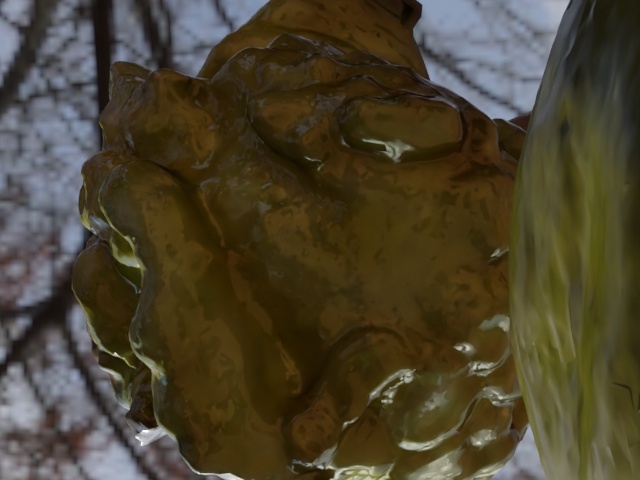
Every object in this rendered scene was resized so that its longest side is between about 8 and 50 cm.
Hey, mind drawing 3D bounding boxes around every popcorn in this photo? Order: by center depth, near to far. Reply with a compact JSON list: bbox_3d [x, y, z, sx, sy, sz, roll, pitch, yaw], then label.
[{"bbox_3d":[-0.005,0.008,0.990,0.237,0.293,0.293,-50,-29,12],"label":"popcorn"}]

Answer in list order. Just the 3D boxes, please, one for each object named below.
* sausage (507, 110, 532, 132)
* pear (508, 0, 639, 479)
[{"bbox_3d":[0.160,-0.029,1.322,0.123,0.252,0.123,-21,-90,-76],"label":"sausage"},{"bbox_3d":[0.218,0.007,0.401,0.413,0.352,0.352,-33,-60,-75],"label":"pear"}]
